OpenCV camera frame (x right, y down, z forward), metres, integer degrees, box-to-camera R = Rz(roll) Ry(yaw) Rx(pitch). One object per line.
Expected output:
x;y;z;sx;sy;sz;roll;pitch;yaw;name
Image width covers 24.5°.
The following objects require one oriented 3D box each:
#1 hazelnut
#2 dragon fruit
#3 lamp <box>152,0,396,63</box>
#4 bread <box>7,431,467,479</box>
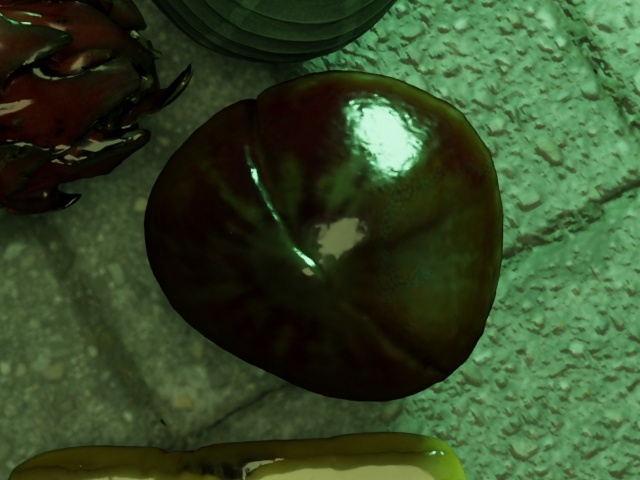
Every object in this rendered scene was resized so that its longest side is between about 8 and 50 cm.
0.000;0.000;0.932;0.229;0.229;0.229;0;83;-3;hazelnut
-0.201;-0.103;0.955;0.188;0.182;0.182;-43;87;-1;dragon fruit
-0.030;-0.250;0.955;0.233;0.233;0.265;-14;105;-4;lamp
-0.055;0.199;0.963;0.305;0.091;0.142;-3;91;-3;bread
